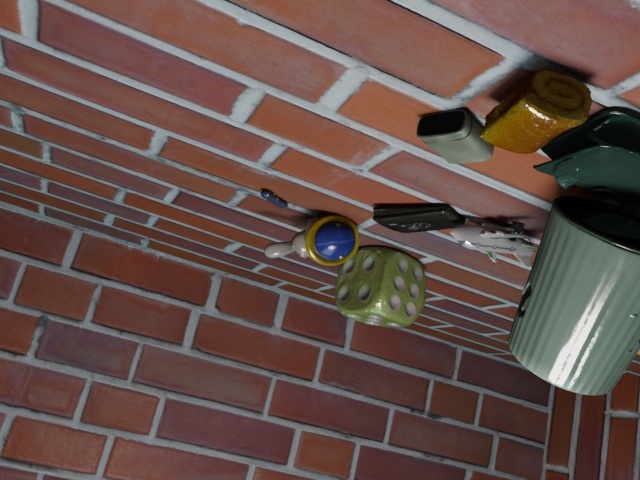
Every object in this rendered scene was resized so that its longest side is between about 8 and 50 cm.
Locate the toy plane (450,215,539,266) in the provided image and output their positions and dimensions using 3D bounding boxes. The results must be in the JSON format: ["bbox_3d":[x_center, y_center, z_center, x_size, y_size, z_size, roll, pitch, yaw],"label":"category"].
[{"bbox_3d":[0.490,-0.004,1.797,0.255,0.101,0.251,18,164,0],"label":"toy plane"}]

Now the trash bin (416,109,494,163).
[{"bbox_3d":[0.282,-0.213,1.337,0.116,0.059,0.130,1,161,42],"label":"trash bin"}]

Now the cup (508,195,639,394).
[{"bbox_3d":[0.656,0.115,1.476,0.401,0.392,0.310,0,-152,-31],"label":"cup"}]

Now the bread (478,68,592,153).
[{"bbox_3d":[0.381,-0.225,1.137,0.132,0.103,0.172,16,165,-7],"label":"bread"}]

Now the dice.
[{"bbox_3d":[0.220,0.174,2.337,0.254,0.252,0.250,24,161,-39],"label":"dice"}]

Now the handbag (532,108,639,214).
[{"bbox_3d":[0.624,-0.138,1.268,0.326,0.089,0.238,17,166,-12],"label":"handbag"}]

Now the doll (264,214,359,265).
[{"bbox_3d":[-0.024,-0.007,2.079,0.311,0.159,0.242,-10,-160,-21],"label":"doll"}]

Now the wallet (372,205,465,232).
[{"bbox_3d":[0.289,-0.060,1.871,0.245,0.052,0.168,-1,162,35],"label":"wallet"}]

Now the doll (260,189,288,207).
[{"bbox_3d":[-0.144,-0.129,2.019,0.037,0.027,0.125,3,164,35],"label":"doll"}]

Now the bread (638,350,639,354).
[{"bbox_3d":[0.939,0.159,1.740,0.361,0.250,0.394,14,160,-7],"label":"bread"}]
